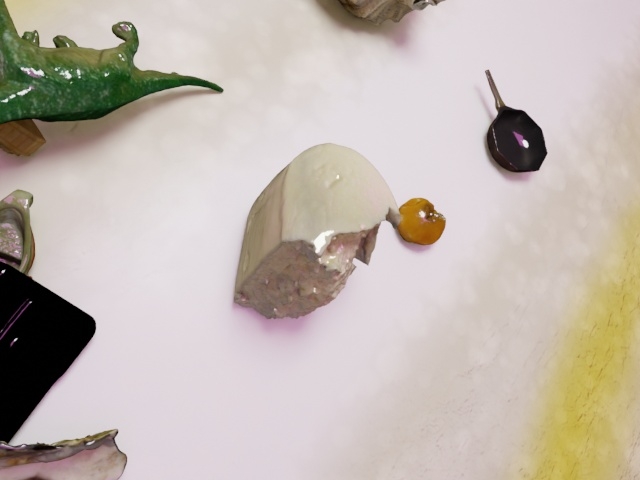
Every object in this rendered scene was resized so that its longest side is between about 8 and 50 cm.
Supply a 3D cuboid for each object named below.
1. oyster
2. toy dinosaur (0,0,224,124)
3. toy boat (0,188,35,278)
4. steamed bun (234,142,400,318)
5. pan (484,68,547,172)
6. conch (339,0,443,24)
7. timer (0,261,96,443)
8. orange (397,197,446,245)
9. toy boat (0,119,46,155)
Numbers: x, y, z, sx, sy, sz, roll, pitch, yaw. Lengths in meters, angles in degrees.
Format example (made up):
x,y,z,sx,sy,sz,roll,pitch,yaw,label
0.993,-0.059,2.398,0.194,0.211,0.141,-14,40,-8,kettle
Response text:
x,y,z,sx,sy,sz,roll,pitch,yaw,label
-0.310,0.274,0.431,0.222,0.083,0.214,4,111,-47,oyster
-0.274,-0.137,0.493,0.447,0.087,0.301,-3,61,-39,toy dinosaur
-0.367,0.032,0.490,0.089,0.071,0.185,24,68,-14,toy boat
0.000,0.000,0.567,0.170,0.225,0.200,18,68,-18,steamed bun
0.373,-0.226,0.881,0.128,0.048,0.202,-1,79,-24,pan
0.101,-0.463,0.774,0.210,0.159,0.291,-37,54,-18,conch
-0.334,0.131,0.449,0.187,0.055,0.144,-59,145,-23,timer
0.168,-0.031,0.738,0.086,0.062,0.086,4,77,-20,orange
-0.414,-0.186,0.525,0.064,0.072,0.206,-42,95,0,toy boat
